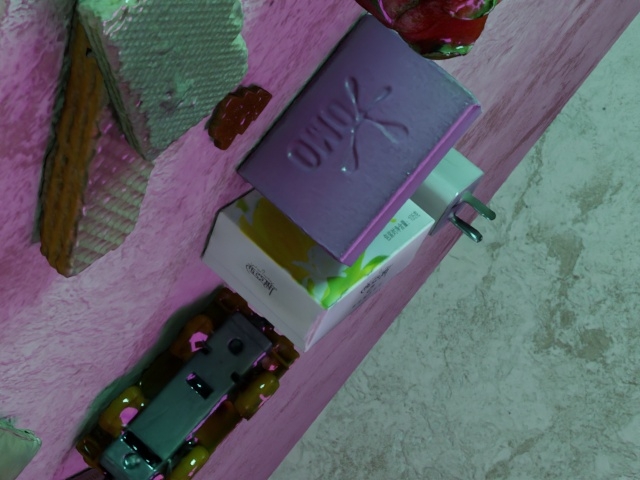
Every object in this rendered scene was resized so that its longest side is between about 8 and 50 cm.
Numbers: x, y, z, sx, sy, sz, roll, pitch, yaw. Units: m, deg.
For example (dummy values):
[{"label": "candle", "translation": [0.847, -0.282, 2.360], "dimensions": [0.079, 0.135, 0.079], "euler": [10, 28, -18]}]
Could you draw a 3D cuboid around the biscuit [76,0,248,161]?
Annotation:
[{"label": "biscuit", "translation": [-0.106, -0.142, 0.688], "dimensions": [0.121, 0.040, 0.199], "euler": [-43, 165, -15]}]

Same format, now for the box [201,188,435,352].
[{"label": "box", "translation": [0.000, 0.000, 1.289], "dimensions": [0.260, 0.194, 0.111], "euler": [-38, 162, -40]}]

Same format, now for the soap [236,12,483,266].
[{"label": "soap", "translation": [0.045, -0.119, 1.151], "dimensions": [0.259, 0.181, 0.081], "euler": [-49, 166, 4]}]

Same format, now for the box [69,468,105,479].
[{"label": "box", "translation": [-0.406, 0.455, 1.538], "dimensions": [0.205, 0.051, 0.365], "euler": [-53, 165, 17]}]

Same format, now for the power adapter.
[{"label": "power adapter", "translation": [0.232, -0.083, 1.754], "dimensions": [0.125, 0.205, 0.130], "euler": [-37, 163, -41]}]

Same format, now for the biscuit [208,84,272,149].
[{"label": "biscuit", "translation": [-0.087, -0.140, 1.026], "dimensions": [0.092, 0.016, 0.082], "euler": [-42, 159, -30]}]

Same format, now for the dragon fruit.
[{"label": "dragon fruit", "translation": [0.126, -0.295, 0.909], "dimensions": [0.269, 0.198, 0.200], "euler": [-39, -154, -28]}]

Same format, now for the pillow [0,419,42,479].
[{"label": "pillow", "translation": [-0.388, 0.248, 1.053], "dimensions": [0.119, 0.053, 0.208], "euler": [-49, 163, -11]}]

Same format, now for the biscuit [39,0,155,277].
[{"label": "biscuit", "translation": [-0.167, -0.112, 0.779], "dimensions": [0.094, 0.054, 0.379], "euler": [-36, 161, -43]}]

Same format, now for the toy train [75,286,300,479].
[{"label": "toy train", "translation": [-0.203, 0.250, 1.416], "dimensions": [0.369, 0.163, 0.231], "euler": [-47, 179, -8]}]
